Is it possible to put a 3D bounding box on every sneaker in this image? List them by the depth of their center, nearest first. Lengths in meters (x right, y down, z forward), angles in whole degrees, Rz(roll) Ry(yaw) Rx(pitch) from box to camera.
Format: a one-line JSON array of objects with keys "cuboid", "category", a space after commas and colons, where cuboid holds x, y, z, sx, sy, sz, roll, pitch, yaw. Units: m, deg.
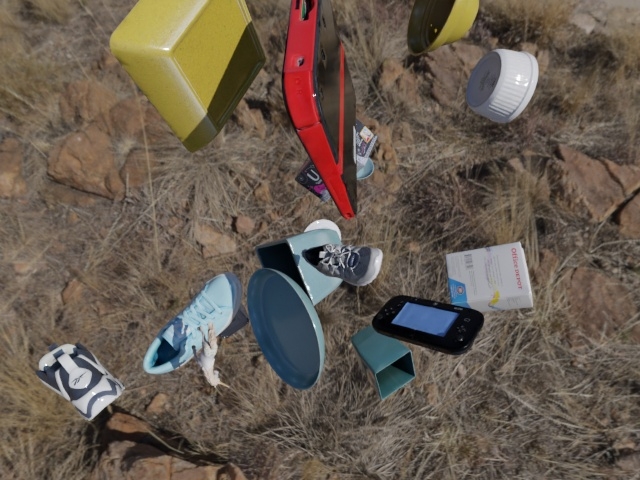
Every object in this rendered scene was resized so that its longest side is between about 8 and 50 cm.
[{"cuboid": [-0.466, 0.262, 0.840, 0.094, 0.235, 0.153, -39, 94, -25], "category": "sneaker"}, {"cuboid": [0.050, 0.060, 1.185, 0.281, 0.115, 0.105, -7, 66, 53], "category": "sneaker"}, {"cuboid": [-0.361, 0.247, 1.229, 0.135, 0.150, 0.366, 38, 98, 6], "category": "sneaker"}]

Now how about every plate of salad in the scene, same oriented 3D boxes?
[{"cuboid": [0.000, 0.000, 1.982, 0.200, 0.200, 0.048, -33, 26, -12], "category": "plate of salad"}]

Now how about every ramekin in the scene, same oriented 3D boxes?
[{"cuboid": [0.528, -0.465, 1.295, 0.109, 0.207, 0.207, 10, 61, -16], "category": "ramekin"}]

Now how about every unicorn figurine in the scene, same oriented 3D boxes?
[{"cuboid": [-0.271, 0.279, 1.051, 0.060, 0.162, 0.111, -17, 47, -23], "category": "unicorn figurine"}]

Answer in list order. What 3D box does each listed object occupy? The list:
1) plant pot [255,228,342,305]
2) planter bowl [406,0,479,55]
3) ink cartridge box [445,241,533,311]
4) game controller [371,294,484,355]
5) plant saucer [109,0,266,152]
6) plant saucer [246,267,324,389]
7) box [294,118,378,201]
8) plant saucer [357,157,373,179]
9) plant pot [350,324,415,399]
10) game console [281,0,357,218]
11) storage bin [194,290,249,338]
[{"cuboid": [-0.044, 0.077, 1.606, 0.252, 0.248, 0.247, -27, 99, -35], "category": "plant pot"}, {"cuboid": [0.285, -0.511, 0.969, 0.090, 0.217, 0.217, 10, 60, -18], "category": "planter bowl"}, {"cuboid": [0.546, 0.129, 1.405, 0.232, 0.168, 0.171, -11, 64, 25], "category": "ink cartridge box"}, {"cuboid": [0.308, 0.238, 1.275, 0.319, 0.067, 0.166, 7, 47, 44], "category": "game controller"}, {"cuboid": [-0.235, -0.399, 0.929, 0.081, 0.333, 0.333, 20, 72, 20], "category": "plant saucer"}, {"cuboid": [-0.086, 0.216, 1.092, 0.043, 0.318, 0.318, -17, 57, -36], "category": "plant saucer"}, {"cuboid": [0.048, -0.272, 1.448, 0.142, 0.247, 0.163, 35, 52, -12], "category": "box"}, {"cuboid": [0.121, -0.306, 1.785, 0.194, 0.037, 0.195, 7, 50, -8], "category": "plant saucer"}, {"cuboid": [0.229, 0.455, 1.713, 0.165, 0.165, 0.234, -28, 37, -15], "category": "plant pot"}, {"cuboid": [0.014, -0.285, 0.873, 0.060, 0.342, 0.387, -6, 57, 14], "category": "game console"}, {"cuboid": [-0.353, 0.246, 1.554, 0.122, 0.180, 0.084, -35, 30, -3], "category": "storage bin"}]
